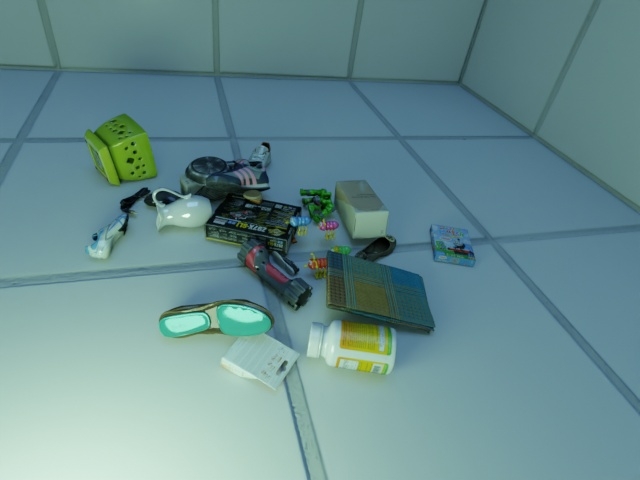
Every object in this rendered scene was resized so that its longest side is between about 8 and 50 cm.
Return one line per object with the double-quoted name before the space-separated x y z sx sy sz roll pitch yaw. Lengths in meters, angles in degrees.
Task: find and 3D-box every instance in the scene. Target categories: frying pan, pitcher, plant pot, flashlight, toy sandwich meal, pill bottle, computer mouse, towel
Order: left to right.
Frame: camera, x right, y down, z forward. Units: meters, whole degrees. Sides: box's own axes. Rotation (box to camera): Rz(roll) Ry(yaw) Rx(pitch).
"plant pot" -0.876 -0.386 1.857 0.207 0.228 0.227 -31 53 -30
"computer mouse" -0.678 -0.160 1.713 0.262 0.060 0.184 15 39 20
"pitcher" -0.528 -0.128 1.630 0.207 0.177 0.125 -10 37 -21
"frying pan" -0.405 -0.299 1.804 0.327 0.053 0.197 -2 43 -11
"toy sandwich meal" -0.275 -0.179 1.742 0.086 0.029 0.085 3 33 -2
"flashlight" -0.156 0.108 1.470 0.304 0.103 0.103 33 41 29
"pill bottle" 0.089 0.305 1.240 0.246 0.136 0.136 9 38 0
"towel" 0.196 0.170 1.456 0.371 0.040 0.271 15 37 -10

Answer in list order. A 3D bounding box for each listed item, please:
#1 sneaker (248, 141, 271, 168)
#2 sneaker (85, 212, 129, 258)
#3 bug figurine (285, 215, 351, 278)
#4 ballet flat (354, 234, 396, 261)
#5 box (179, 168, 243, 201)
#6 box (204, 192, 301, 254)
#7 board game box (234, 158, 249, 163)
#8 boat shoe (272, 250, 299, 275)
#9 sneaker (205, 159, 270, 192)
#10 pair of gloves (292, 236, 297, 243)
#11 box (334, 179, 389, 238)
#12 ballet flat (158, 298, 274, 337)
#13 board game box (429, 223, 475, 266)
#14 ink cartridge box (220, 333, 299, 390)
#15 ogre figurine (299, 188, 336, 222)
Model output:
"sneaker" -0.311 -0.384 2.040 0.106 0.123 0.290 13 40 2
"sneaker" -0.758 -0.028 1.530 0.086 0.085 0.237 20 37 -10
"bug figurine" 0.000 0.000 1.596 0.217 0.072 0.278 -8 60 -31
"ballet flat" 0.220 0.031 1.673 0.084 0.058 0.250 36 46 29
"box" -0.458 -0.241 1.840 0.276 0.113 0.094 -17 46 -27
"box" -0.257 -0.073 1.684 0.323 0.079 0.257 11 37 4
"board game box" -0.412 -0.337 1.975 0.169 0.033 0.133 -29 45 -5
"boat shoe" -0.127 0.078 1.555 0.038 0.046 0.125 -27 53 -36
"sneaker" -0.344 -0.269 1.750 0.112 0.130 0.319 -11 -4 35
"pair of gloves" -0.141 -0.007 1.688 0.084 0.010 0.074 -15 44 -26
"box" 0.165 -0.137 1.789 0.148 0.121 0.311 -5 32 -14
"ballet flat" -0.302 0.225 1.268 0.343 0.116 0.124 -7 13 5
"board game box" 0.545 0.017 1.772 0.160 0.039 0.211 9 37 1
"ink cartridge box" -0.172 0.342 1.230 0.180 0.045 0.145 29 41 10
"ogre figurine" -0.007 -0.162 1.844 0.118 0.096 0.197 -17 32 -12
